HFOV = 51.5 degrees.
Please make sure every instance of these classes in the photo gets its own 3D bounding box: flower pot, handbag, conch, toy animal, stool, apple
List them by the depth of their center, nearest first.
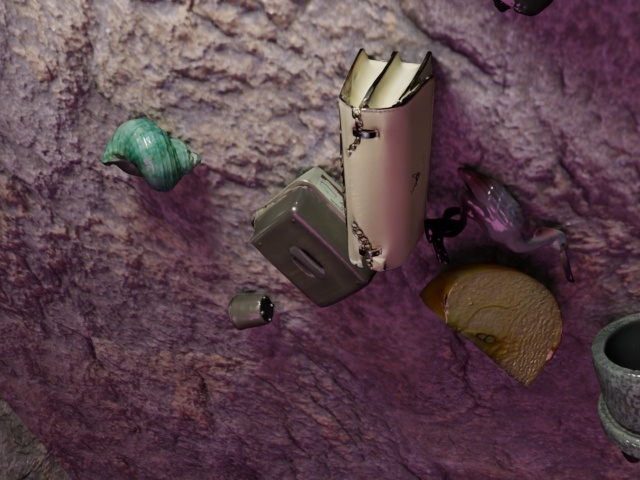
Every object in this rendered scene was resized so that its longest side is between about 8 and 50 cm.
[{"bbox_3d":[0.124,-0.148,1.242,0.160,0.237,0.358,10,133,18],"label":"handbag"},{"bbox_3d":[0.361,-0.035,1.325,0.324,0.090,0.195,8,92,-7],"label":"toy animal"},{"bbox_3d":[0.715,0.314,1.388,0.299,0.299,0.283,-11,111,31],"label":"flower pot"},{"bbox_3d":[0.380,0.169,1.454,0.346,0.179,0.254,39,153,-23],"label":"apple"},{"bbox_3d":[-0.380,-0.192,1.500,0.202,0.134,0.196,28,175,-9],"label":"conch"},{"bbox_3d":[-0.185,0.189,1.774,0.110,0.096,0.096,-10,125,23],"label":"stool"}]

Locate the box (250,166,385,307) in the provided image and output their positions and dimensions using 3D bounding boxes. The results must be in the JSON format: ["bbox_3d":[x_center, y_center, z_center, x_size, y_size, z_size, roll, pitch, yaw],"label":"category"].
[{"bbox_3d":[0.000,0.000,1.475,0.290,0.166,0.220,44,133,-15],"label":"box"}]

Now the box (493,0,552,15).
[{"bbox_3d":[0.247,-0.531,0.896,0.359,0.091,0.350,30,112,-3],"label":"box"}]
